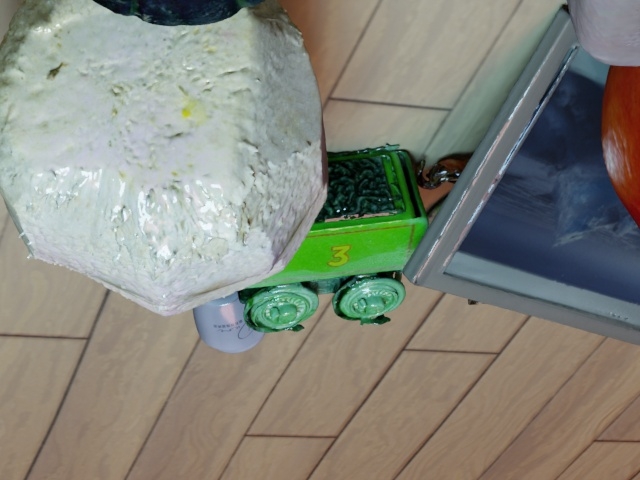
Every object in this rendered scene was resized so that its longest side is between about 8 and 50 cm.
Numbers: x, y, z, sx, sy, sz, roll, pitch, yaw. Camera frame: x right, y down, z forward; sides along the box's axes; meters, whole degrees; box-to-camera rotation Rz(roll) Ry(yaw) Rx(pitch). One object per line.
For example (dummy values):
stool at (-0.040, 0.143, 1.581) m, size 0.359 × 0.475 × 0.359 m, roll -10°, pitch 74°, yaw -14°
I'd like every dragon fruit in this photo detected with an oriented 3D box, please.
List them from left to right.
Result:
dragon fruit at (0.200, -0.066, 1.719) m, size 0.190 × 0.094 × 0.094 m, roll 6°, pitch 145°, yaw -8°

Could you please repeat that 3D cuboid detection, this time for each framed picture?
framed picture at (0.336, -0.044, 1.715) m, size 0.446 × 0.028 × 0.326 m, roll 15°, pitch 114°, yaw -36°

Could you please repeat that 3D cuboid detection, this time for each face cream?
face cream at (-0.107, 0.079, 1.849) m, size 0.091 × 0.091 × 0.095 m, roll -12°, pitch 139°, yaw 3°

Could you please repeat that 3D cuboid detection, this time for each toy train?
toy train at (0.000, 0.000, 1.725) m, size 0.243 × 0.132 × 0.188 m, roll -7°, pitch 143°, yaw -9°

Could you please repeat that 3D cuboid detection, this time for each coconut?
coconut at (-0.141, -0.080, 1.396) m, size 0.297 × 0.298 × 0.309 m, roll -10°, pitch 163°, yaw -1°

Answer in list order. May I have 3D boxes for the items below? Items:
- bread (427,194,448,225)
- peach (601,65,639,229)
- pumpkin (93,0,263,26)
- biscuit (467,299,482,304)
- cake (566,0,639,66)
bread at (0.223, -0.006, 1.864) m, size 0.228 × 0.034 × 0.228 m, roll -8°, pitch 146°, yaw -5°
peach at (0.449, -0.097, 1.452) m, size 0.388 × 0.388 × 0.388 m, roll -7°, pitch 147°, yaw -5°
pumpkin at (-0.113, -0.288, 1.194) m, size 0.249 × 0.216 × 0.250 m, roll -5°, pitch 115°, yaw -10°
biscuit at (0.282, 0.031, 1.891) m, size 0.203 × 0.016 × 0.144 m, roll -8°, pitch 150°, yaw -7°
cake at (0.323, -0.306, 1.247) m, size 0.308 × 0.237 × 0.230 m, roll -15°, pitch 149°, yaw 2°
